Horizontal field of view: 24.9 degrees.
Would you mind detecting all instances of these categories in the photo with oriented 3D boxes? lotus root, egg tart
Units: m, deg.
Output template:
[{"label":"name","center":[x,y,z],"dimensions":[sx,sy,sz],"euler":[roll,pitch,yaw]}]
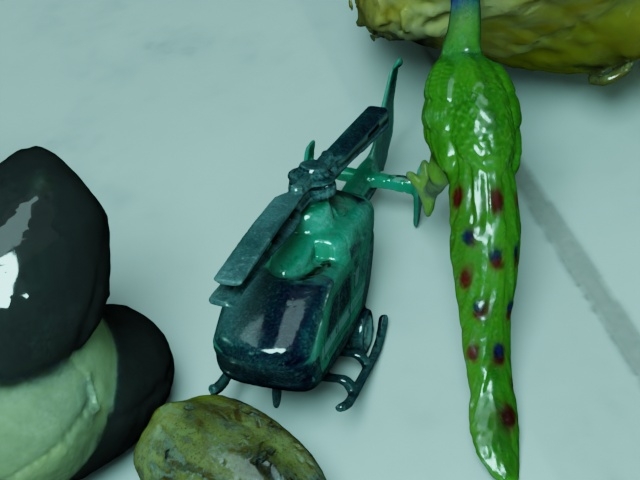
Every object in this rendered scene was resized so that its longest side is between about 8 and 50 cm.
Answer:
[{"label":"lotus root","center":[-0.030,0.095,0.561],"dimensions":[0.099,0.049,0.054],"euler":[31,55,31]},{"label":"egg tart","center":[0.144,-0.162,0.715],"dimensions":[0.290,0.115,0.290],"euler":[-31,17,11]}]

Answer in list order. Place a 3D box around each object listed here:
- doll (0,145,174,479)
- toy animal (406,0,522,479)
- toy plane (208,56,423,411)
[{"label":"doll","center":[-0.167,0.025,0.607],"dimensions":[0.135,0.143,0.234],"euler":[-41,49,-20]},{"label":"toy animal","center":[0.063,-0.007,0.612],"dimensions":[0.041,0.075,0.217],"euler":[-1,83,-11]},{"label":"toy plane","center":[0.000,0.000,0.628],"dimensions":[0.060,0.096,0.235],"euler":[6,27,16]}]
